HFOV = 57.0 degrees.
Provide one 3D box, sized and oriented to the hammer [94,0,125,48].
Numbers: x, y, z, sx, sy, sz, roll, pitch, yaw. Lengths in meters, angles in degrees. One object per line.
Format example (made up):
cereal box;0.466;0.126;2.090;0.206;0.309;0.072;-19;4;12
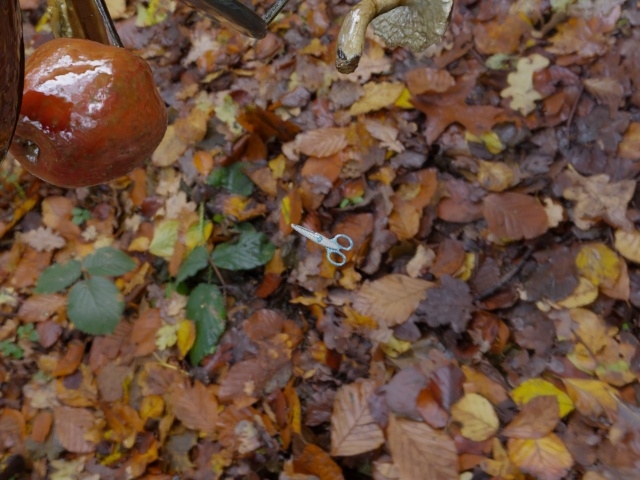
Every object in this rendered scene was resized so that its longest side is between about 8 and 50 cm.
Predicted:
hammer;-0.329;-0.341;0.924;0.021;0.065;0.178;-19;99;22

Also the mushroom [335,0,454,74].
mushroom;0.149;-0.465;1.133;0.208;0.233;0.302;0;29;19

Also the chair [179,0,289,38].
chair;-0.187;-0.730;1.389;0.364;0.362;0.410;31;98;27

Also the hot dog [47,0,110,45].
hot dog;-0.511;-0.435;1.260;0.072;0.269;0.115;19;52;10

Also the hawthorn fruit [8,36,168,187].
hawthorn fruit;-0.281;-0.149;0.697;0.189;0.189;0.189;-13;63;27

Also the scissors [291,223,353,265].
scissors;0.000;0.000;1.055;0.058;0.119;0.014;-66;12;-10

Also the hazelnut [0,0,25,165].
hazelnut;-0.380;-0.131;0.358;0.372;0.372;0.315;-43;51;9
